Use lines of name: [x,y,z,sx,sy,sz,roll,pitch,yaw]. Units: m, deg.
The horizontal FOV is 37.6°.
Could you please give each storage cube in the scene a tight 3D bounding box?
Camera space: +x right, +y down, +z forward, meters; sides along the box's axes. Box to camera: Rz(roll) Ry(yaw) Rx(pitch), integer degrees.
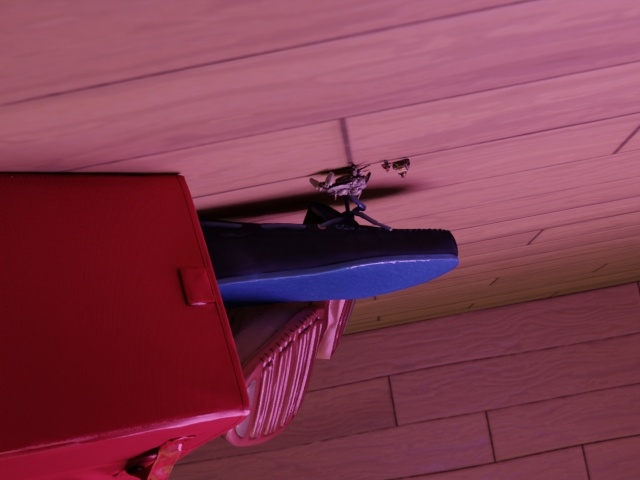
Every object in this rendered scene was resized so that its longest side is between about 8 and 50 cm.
storage cube: [-0.193,0.076,0.666,0.193,0.215,0.184,-2,156,-37]

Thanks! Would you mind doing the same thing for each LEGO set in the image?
LEGO set: [0.034,-0.047,0.771,0.083,0.023,0.054,-12,170,13]

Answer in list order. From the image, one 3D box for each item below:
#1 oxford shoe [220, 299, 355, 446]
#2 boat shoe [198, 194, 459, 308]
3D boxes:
oxford shoe: [-0.061,0.093,0.937,0.130,0.123,0.348,19,-162,11]
boat shoe: [0.000,0.000,0.847,0.258,0.089,0.109,-2,155,-17]
